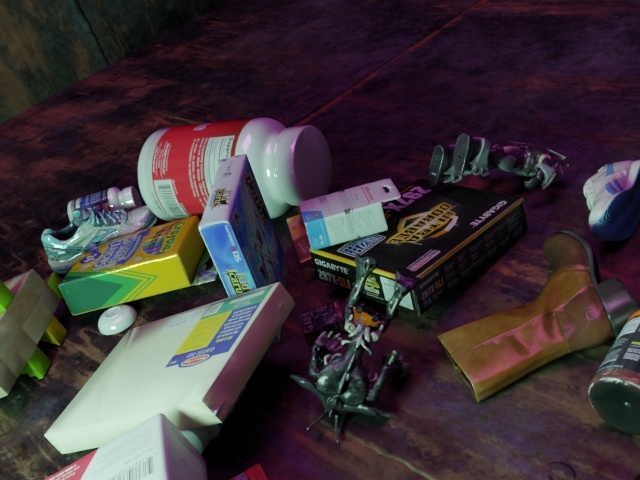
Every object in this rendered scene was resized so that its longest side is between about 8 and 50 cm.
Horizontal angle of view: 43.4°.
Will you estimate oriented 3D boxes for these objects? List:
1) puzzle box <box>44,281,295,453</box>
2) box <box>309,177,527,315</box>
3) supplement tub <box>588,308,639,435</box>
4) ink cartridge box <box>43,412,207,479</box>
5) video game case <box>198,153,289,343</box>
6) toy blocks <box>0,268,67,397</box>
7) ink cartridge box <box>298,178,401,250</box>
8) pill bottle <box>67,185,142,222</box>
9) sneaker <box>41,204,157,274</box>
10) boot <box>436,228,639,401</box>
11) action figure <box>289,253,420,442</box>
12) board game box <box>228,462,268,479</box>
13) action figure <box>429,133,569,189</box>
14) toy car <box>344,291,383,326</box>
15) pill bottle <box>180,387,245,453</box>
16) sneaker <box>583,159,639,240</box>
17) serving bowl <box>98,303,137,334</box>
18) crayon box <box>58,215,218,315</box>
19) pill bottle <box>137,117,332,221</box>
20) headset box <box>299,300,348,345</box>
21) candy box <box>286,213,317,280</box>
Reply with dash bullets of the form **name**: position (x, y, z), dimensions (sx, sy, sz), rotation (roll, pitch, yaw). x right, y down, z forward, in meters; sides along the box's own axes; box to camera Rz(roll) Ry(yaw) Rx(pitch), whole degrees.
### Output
- **puzzle box**: position (-0.252, 0.215, 1.331), dimensions (0.409, 0.052, 0.272), rotation (-19, 25, 38)
- **box**: position (0.181, -0.001, 1.479), dimensions (0.322, 0.079, 0.257), rotation (-32, 30, -32)
- **supplement tub**: position (0.445, 0.158, 1.075), dimensions (0.106, 0.106, 0.198), rotation (11, 42, 41)
- **ink cartridge box**: position (-0.258, 0.408, 1.035), dimensions (0.226, 0.131, 0.306), rotation (-29, 33, 4)
- **video game case**: position (-0.131, 0.015, 1.476), dimensions (0.061, 0.270, 0.244), rotation (-13, 32, 10)
- **toy blocks**: position (-0.696, 0.219, 1.610), dimensions (0.261, 0.191, 0.381), rotation (-23, 28, 18)
- **ink cartridge box**: position (0.058, -0.050, 1.479), dimensions (0.180, 0.060, 0.104), rotation (-15, 26, -1)
- **pill bottle**: position (-0.545, -0.081, 2.042), dimensions (0.169, 0.094, 0.094), rotation (-18, 31, 5)
- **sneaker**: position (-0.527, -0.025, 1.916), dimensions (0.283, 0.122, 0.110), rotation (-27, 32, -11)
- **boot**: position (0.321, 0.113, 1.271), dimensions (0.280, 0.096, 0.264), rotation (-26, 38, 4)
- **action figure**: position (0.062, 0.170, 1.249), dimensions (0.164, 0.141, 0.276), rotation (21, 85, 14)
- **board game box**: position (-0.095, 0.420, 1.051), dimensions (0.145, 0.027, 0.281), rotation (-28, 32, -11)
- **action figure**: position (0.354, -0.151, 1.570), dimensions (0.285, 0.099, 0.185), rotation (-1, 6, -30)
- **toy car**: position (0.075, 0.127, 1.427), dimensions (0.040, 0.060, 0.122), rotation (-63, 9, 11)
- **pill bottle**: position (-0.183, 0.270, 1.290), dimensions (0.078, 0.078, 0.137), rotation (-1, 36, 29)
- **sneaker**: position (0.512, -0.067, 1.425), dimensions (0.092, 0.087, 0.228), rotation (-3, 27, 38)
- **serving bowl**: position (-0.422, 0.157, 1.657), dimensions (0.083, 0.027, 0.083), rotation (-14, 31, 9)
- **crayon box**: position (-0.372, 0.044, 1.732), dimensions (0.323, 0.083, 0.203), rotation (-14, 23, 9)
- **pill bottle**: position (-0.193, -0.159, 1.830), dimensions (0.407, 0.229, 0.229), rotation (-1, 36, 28)
- **headset box**: position (0.009, 0.145, 1.422), dimensions (0.083, 0.032, 0.062), rotation (-19, 31, 0)
- **candy box**: position (0.000, 0.000, 1.638), dimensions (0.109, 0.053, 0.187), rotation (-20, 29, 0)
